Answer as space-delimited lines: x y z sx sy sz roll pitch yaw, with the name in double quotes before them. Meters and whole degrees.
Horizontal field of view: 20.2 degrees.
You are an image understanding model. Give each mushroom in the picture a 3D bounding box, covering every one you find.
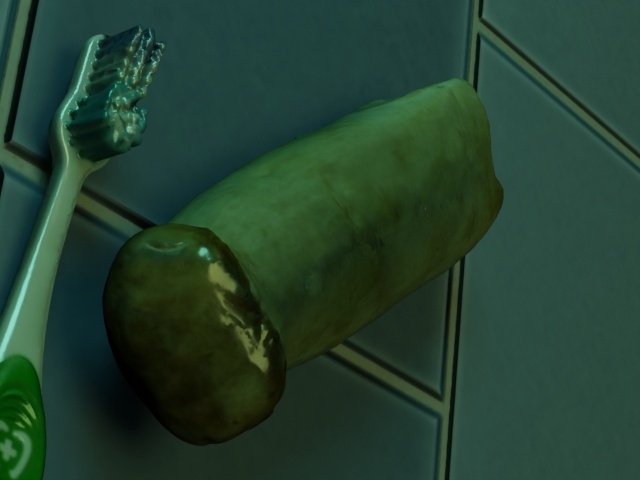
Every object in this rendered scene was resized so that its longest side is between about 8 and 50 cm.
"mushroom" 0.000 0.000 0.855 0.312 0.081 0.100 -34 118 -56

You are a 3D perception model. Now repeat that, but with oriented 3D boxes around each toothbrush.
"toothbrush" -0.129 0.092 0.693 0.042 0.040 0.417 36 56 -37
